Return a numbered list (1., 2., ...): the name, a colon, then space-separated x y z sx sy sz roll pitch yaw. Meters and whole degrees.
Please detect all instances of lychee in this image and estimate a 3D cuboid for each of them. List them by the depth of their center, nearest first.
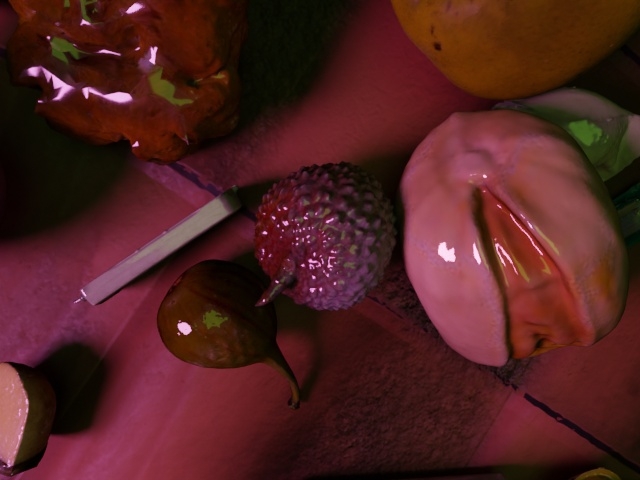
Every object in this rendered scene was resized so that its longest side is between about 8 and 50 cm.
1. lychee: 0.000 0.000 0.456 0.165 0.165 0.197 54 50 -7

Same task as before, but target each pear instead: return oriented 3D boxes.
1. pear: 0.225 -0.300 0.431 0.295 0.294 0.294 0 93 -9

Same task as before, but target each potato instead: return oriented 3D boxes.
1. potato: -0.335 0.187 0.464 0.096 0.066 0.103 27 94 16

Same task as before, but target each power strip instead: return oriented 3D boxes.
1. power strip: -0.184 0.009 0.474 0.227 0.080 0.029 -35 102 -5

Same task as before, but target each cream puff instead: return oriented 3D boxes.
1. cream puff: -0.184 -0.205 0.419 0.241 0.154 0.268 23 117 -11

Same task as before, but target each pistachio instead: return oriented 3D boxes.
1. pistachio: 0.207 0.002 0.470 0.230 0.230 0.308 -31 107 -6

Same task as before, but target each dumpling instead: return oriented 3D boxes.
1. dumpling: 0.302 -0.115 0.530 0.181 0.155 0.111 31 48 22

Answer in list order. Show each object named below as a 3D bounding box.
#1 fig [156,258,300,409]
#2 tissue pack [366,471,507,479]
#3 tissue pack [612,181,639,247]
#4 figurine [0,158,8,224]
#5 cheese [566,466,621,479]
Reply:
1. fig: -0.084 0.127 0.485 0.124 0.124 0.236 -39 109 -5
2. tissue pack: 0.121 0.428 0.469 0.306 0.238 0.238 2 92 -9
3. tissue pack: 0.433 -0.023 0.594 0.138 0.028 0.085 -28 93 -2
4. figurine: -0.403 -0.056 0.355 0.211 0.269 0.261 28 130 -25
5. cheese: 0.416 0.402 0.593 0.250 0.064 0.156 8 93 -18
